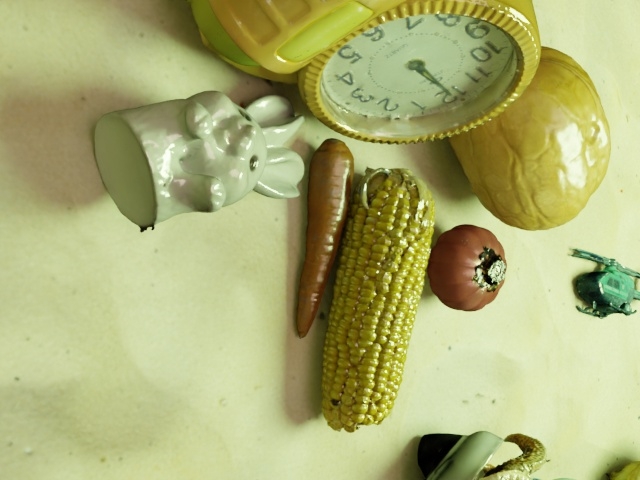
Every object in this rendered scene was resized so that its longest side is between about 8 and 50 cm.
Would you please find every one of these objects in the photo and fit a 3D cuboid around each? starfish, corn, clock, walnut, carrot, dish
[{"bbox_3d":[0.209,0.312,0.849,0.216,0.071,0.238,-49,155,-23],"label":"starfish"},{"bbox_3d":[0.061,0.065,0.754,0.106,0.106,0.293,10,87,-38],"label":"corn"},{"bbox_3d":[0.059,-0.220,0.646,0.317,0.244,0.200,24,57,-41],"label":"clock"},{"bbox_3d":[0.252,-0.122,0.842,0.193,0.193,0.225,-41,116,-29],"label":"walnut"},{"bbox_3d":[0.000,0.000,0.741,0.048,0.048,0.216,6,94,-39],"label":"carrot"},{"bbox_3d":[0.152,0.275,0.865,0.141,0.078,0.141,-43,160,-20],"label":"dish"}]

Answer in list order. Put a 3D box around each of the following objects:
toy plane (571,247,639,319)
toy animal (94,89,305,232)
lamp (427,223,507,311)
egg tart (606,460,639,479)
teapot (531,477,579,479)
[{"bbox_3d":[0.474,0.077,1.115,0.235,0.060,0.096,16,70,-34],"label":"toy plane"},{"bbox_3d":[-0.072,-0.082,0.625,0.221,0.131,0.103,-18,90,-39],"label":"toy animal"},{"bbox_3d":[0.179,0.033,0.849,0.107,0.092,0.107,-4,96,-39],"label":"lamp"},{"bbox_3d":[0.546,0.477,1.164,0.290,0.115,0.290,-5,98,-40],"label":"egg tart"},{"bbox_3d":[0.325,0.428,0.964,0.159,0.159,0.232,39,70,-34],"label":"teapot"}]
